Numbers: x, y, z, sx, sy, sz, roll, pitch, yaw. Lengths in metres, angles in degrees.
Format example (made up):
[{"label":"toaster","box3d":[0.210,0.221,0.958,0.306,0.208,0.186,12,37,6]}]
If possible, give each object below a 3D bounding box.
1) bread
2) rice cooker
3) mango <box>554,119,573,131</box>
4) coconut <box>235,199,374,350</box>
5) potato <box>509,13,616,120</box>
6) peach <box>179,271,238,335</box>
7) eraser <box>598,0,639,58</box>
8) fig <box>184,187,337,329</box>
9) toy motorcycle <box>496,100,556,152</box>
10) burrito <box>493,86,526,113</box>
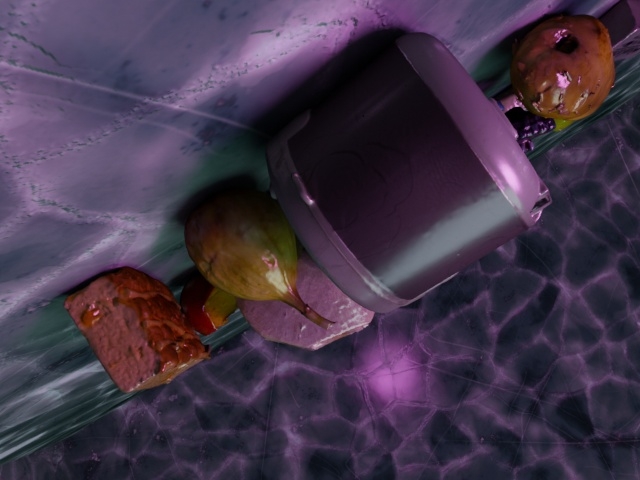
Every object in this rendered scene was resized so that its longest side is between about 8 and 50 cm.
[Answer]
[{"label":"bread","box3d":[-0.288,0.149,0.832,0.114,0.185,0.275,-36,171,-7]},{"label":"rice cooker","box3d":[0.096,-0.071,0.616,0.277,0.288,0.288,-36,170,20]},{"label":"mango","box3d":[0.556,-0.349,1.131,0.111,0.125,0.233,-28,148,-3]},{"label":"coconut","box3d":[-0.017,0.058,0.915,0.297,0.298,0.309,-30,173,-11]},{"label":"potato","box3d":[0.420,-0.292,0.848,0.140,0.173,0.300,13,-160,40]},{"label":"peach","box3d":[-0.238,0.126,1.033,0.118,0.151,0.151,7,147,-39]},{"label":"eraser","box3d":[0.661,-0.448,1.062,0.352,0.077,0.111,-24,167,-41]},{"label":"fig","box3d":[-0.074,0.036,0.720,0.159,0.257,0.159,-46,174,-7]},{"label":"toy motorcycle","box3d":[0.243,-0.162,0.973,0.415,0.172,0.232,-19,-178,-15]},{"label":"burrito","box3d":[0.416,-0.302,1.095,0.229,0.063,0.058,-36,-162,17]}]
